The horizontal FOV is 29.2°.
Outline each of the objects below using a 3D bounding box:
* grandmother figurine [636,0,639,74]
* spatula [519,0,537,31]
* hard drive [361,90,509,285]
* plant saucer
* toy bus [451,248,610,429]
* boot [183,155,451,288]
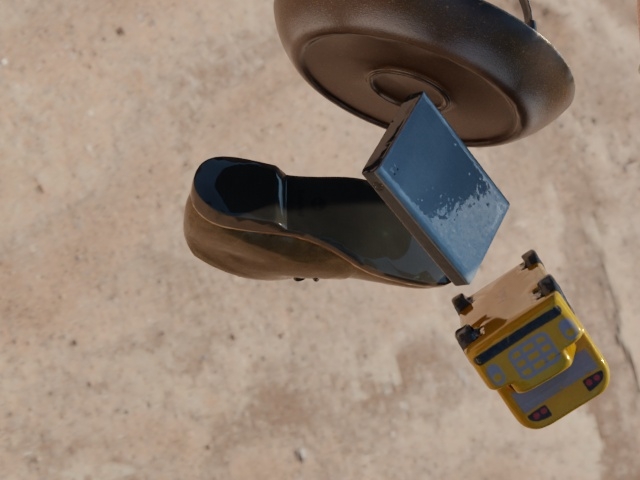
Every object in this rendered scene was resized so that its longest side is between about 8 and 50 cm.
[{"bbox_3d":[0.429,-0.374,1.494,0.207,0.104,0.342,-30,121,-22],"label":"grandmother figurine"},{"bbox_3d":[0.261,-0.301,1.592,0.030,0.084,0.297,7,64,-19],"label":"spatula"},{"bbox_3d":[0.097,-0.041,1.008,0.135,0.022,0.094,49,54,-27],"label":"hard drive"},{"bbox_3d":[0.093,-0.165,1.211,0.310,0.310,0.050,31,73,-35],"label":"plant saucer"},{"bbox_3d":[0.214,0.098,1.269,0.130,0.108,0.333,57,8,-3],"label":"toy bus"},{"bbox_3d":[0.000,0.000,1.333,0.305,0.115,0.112,15,49,-10],"label":"boot"}]
